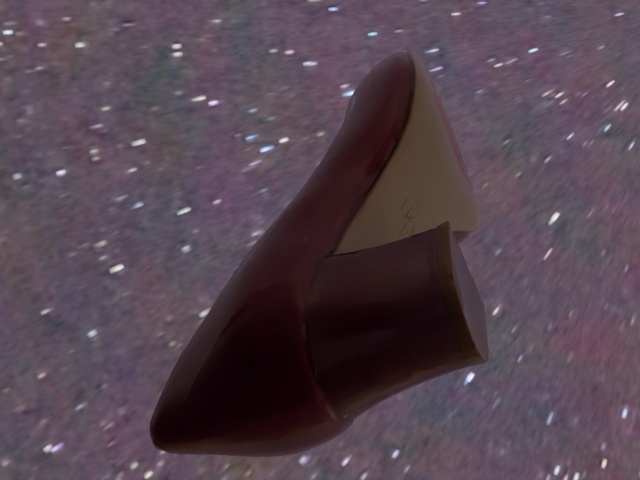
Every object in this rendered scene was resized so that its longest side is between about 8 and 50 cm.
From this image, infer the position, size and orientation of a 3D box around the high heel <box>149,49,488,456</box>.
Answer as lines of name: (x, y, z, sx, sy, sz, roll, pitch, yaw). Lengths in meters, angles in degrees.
high heel: (0.000, 0.000, 0.662, 0.117, 0.244, 0.082, -19, -61, 11)
